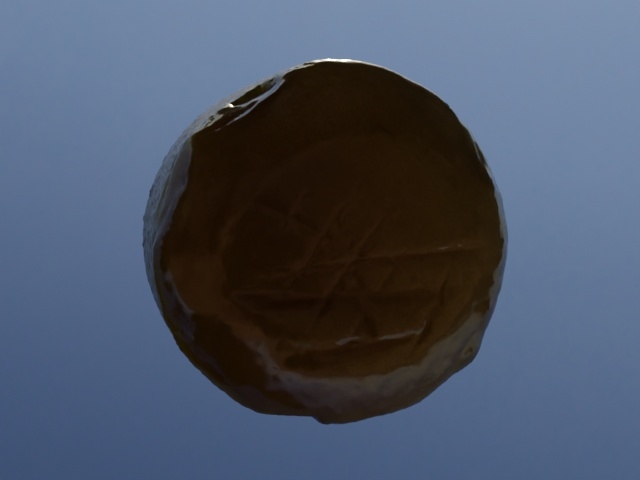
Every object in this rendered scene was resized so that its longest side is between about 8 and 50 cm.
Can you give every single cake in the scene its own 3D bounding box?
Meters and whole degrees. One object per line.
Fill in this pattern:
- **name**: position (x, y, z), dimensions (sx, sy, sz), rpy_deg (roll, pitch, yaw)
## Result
- **cake**: position (0.000, 0.000, 0.379), dimensions (0.084, 0.084, 0.044), rpy_deg (7, -178, -17)
